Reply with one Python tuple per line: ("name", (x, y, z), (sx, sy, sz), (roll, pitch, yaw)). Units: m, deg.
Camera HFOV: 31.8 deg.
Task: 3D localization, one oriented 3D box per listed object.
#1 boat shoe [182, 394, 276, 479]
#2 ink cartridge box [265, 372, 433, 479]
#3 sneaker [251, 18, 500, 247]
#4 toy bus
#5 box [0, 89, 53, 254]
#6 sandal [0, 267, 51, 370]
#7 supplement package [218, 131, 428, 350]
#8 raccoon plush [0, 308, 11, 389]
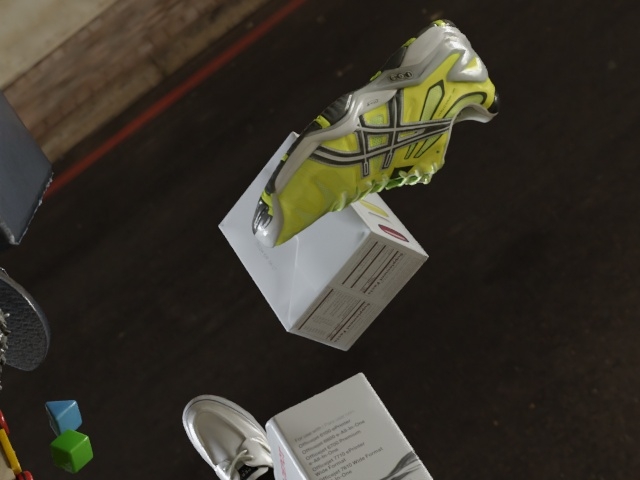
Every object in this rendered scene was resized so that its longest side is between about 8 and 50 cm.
("boat shoe", (-0.105, 0.340, 1.659), (0.096, 0.267, 0.088), (-37, 0, 1))
("ink cartridge box", (0.070, 0.340, 1.276), (0.129, 0.223, 0.307), (-26, 58, -15))
("sneaker", (0.074, -0.117, 1.424), (0.385, 0.147, 0.145), (-43, -4, -11))
("toy bus", (-0.313, 0.241, 1.029), (0.191, 0.104, 0.202), (5, 34, 18))
("box", (-0.596, -0.114, 1.073), (0.472, 0.480, 0.297), (-30, 19, 3))
("sandal", (-0.464, 0.070, 1.567), (0.097, 0.254, 0.054), (-43, 0, 14))
("supplement package", (0.000, 0.000, 1.744), (0.204, 0.145, 0.262), (-50, 48, 15))
("raccoon plush", (-0.260, 0.250, 0.856), (0.299, 0.446, 0.216), (-46, 19, -2))
